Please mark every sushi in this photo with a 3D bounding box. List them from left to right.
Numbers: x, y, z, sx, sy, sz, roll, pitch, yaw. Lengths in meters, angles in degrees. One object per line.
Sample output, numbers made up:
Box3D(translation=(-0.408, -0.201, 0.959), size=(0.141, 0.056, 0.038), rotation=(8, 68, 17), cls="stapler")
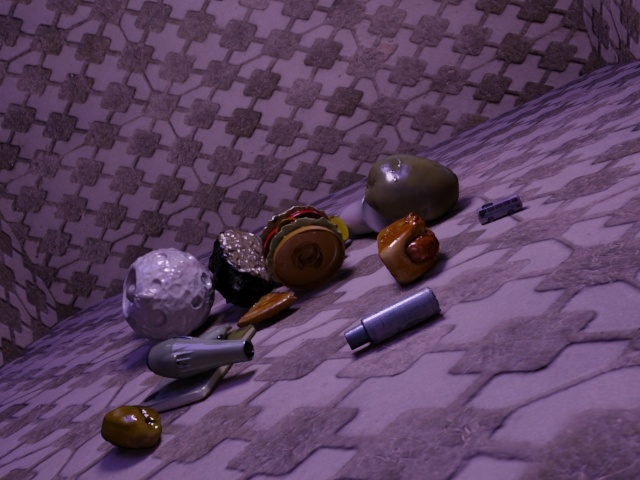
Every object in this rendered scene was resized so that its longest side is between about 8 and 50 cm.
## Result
Box3D(translation=(-0.281, 0.088, 1.975), size=(0.211, 0.170, 0.350), rotation=(6, 28, -25), cls="sushi")

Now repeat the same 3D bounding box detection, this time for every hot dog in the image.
Box3D(translation=(0.247, 0.014, 1.554), size=(0.153, 0.150, 0.256), rotation=(-33, 10, 11), cls="hot dog")

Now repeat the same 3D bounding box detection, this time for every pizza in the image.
Box3D(translation=(-0.156, 0.210, 1.765), size=(0.201, 0.053, 0.193), rotation=(-27, 12, 9), cls="pizza")

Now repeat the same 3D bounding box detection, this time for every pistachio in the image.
Box3D(translation=(-0.442, 0.428, 1.291), size=(0.189, 0.110, 0.100), rotation=(-13, 49, 46), cls="pistachio")

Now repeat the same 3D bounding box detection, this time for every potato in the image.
Box3D(translation=(0.319, -0.177, 1.957), size=(0.327, 0.220, 0.243), rotation=(16, 48, 12), cls="potato")

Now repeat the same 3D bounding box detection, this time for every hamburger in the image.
Box3D(translation=(-0.067, 0.015, 1.850), size=(0.275, 0.274, 0.212), rotation=(-27, 35, -4), cls="hamburger")

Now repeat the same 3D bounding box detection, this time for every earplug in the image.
Box3D(translation=(0.163, -0.089, 2.199), size=(0.172, 0.172, 0.301), rotation=(-32, 6, -26), cls="earplug")

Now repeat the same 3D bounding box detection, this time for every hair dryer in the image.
Box3D(translation=(-0.270, 0.279, 1.485), size=(0.296, 0.118, 0.298), rotation=(-6, 11, 41), cls="hair dryer")

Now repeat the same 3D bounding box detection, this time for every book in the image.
Box3D(translation=(-0.344, 0.358, 1.563), size=(0.239, 0.035, 0.352), rotation=(-22, 13, 21), cls="book")

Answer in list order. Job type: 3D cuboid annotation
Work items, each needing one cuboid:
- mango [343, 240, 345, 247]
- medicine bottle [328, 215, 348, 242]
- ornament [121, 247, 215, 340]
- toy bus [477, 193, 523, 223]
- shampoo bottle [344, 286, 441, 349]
Box3D(translation=(-0.073, 0.054, 2.072), size=(0.360, 0.143, 0.187), rotation=(-16, 19, 18), cls="mango")
Box3D(translation=(0.000, 0.000, 2.199), size=(0.213, 0.121, 0.122), rotation=(-34, 5, 37), cls="medicine bottle")
Box3D(translation=(-0.538, 0.197, 1.999), size=(0.337, 0.337, 0.337), rotation=(-25, 12, 5), cls="ornament")
Box3D(translation=(0.526, -0.093, 1.644), size=(0.131, 0.052, 0.037), rotation=(-22, 15, 19), cls="toy bus")
Box3D(translation=(0.154, 0.175, 1.223), size=(0.214, 0.072, 0.072), rotation=(-26, 11, 0), cls="shampoo bottle")
